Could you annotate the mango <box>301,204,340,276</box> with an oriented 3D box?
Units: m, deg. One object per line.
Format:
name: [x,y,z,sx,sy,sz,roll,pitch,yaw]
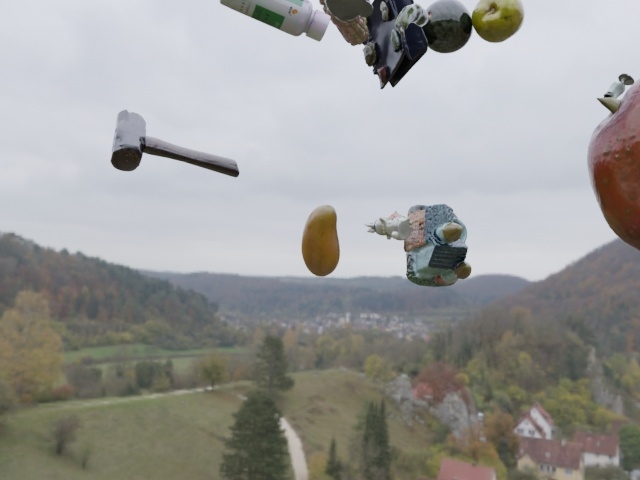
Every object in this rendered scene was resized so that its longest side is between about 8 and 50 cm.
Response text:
mango: [0.000,0.000,1.513,0.085,0.184,0.102,-21,33,-34]

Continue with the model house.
model house: [0.377,0.004,1.912,0.185,0.253,0.291,7,-11,-11]

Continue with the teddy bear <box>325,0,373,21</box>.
teddy bear: [0.071,-0.784,1.939,0.171,0.251,0.144,33,-58,-33]

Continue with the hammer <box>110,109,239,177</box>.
hammer: [-0.455,-0.285,2.039,0.409,0.095,0.242,12,35,-17]

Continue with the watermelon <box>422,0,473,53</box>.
watermelon: [0.488,-0.835,2.488,0.212,0.212,0.212,4,-5,0]

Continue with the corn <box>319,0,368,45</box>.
corn: [0.094,-0.800,2.269,0.127,0.126,0.335,2,-5,17]

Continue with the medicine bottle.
medicine bottle: [-0.107,-0.560,1.533,0.260,0.095,0.095,19,-9,-12]

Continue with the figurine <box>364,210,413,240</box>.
figurine: [0.217,-0.043,1.970,0.098,0.081,0.146,-17,19,-32]

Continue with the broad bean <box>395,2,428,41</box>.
broad bean: [0.221,-0.535,1.541,0.039,0.069,0.227,8,29,23]

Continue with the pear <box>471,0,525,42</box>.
pear: [0.666,-0.836,2.397,0.200,0.199,0.200,4,-5,0]

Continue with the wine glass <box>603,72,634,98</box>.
wine glass: [0.734,-0.373,1.577,0.042,0.083,0.039,40,-19,15]

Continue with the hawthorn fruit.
hawthorn fruit: [0.731,-0.174,1.317,0.403,0.402,0.403,4,-5,0]

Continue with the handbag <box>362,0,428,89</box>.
handbag: [0.270,-0.803,2.543,0.122,0.303,0.329,-12,-12,-23]
